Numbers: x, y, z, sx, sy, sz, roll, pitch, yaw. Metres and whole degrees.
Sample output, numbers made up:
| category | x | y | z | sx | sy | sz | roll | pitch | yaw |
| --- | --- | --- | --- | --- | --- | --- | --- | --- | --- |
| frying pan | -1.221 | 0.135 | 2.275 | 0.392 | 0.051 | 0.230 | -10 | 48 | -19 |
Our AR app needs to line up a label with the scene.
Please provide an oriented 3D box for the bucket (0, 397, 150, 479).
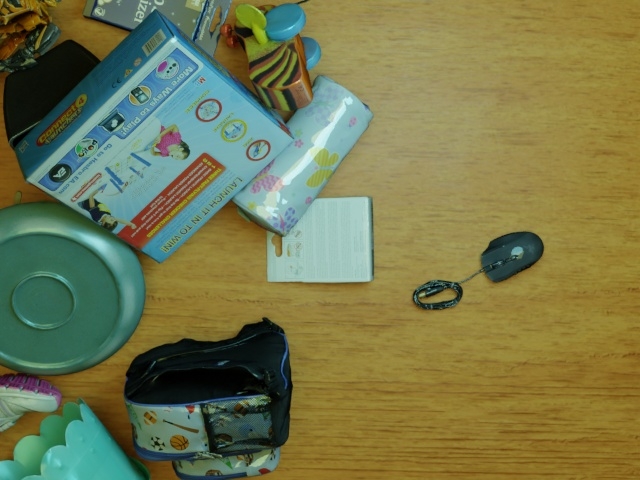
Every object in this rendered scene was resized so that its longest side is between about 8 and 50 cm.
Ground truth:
| category | x | y | z | sx | sy | sz | roll | pitch | yaw |
| --- | --- | --- | --- | --- | --- | --- | --- | --- | --- |
| bucket | -0.410 | 0.405 | 1.786 | 0.281 | 0.281 | 0.183 | -42 | 103 | -2 |

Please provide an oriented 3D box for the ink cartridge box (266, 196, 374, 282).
| category | x | y | z | sx | sy | sz | roll | pitch | yaw |
| --- | --- | --- | --- | --- | --- | --- | --- | --- | --- |
| ink cartridge box | 0.000 | 0.000 | 1.922 | 0.179 | 0.045 | 0.145 | -1 | 92 | 15 |

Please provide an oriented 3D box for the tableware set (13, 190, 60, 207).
| category | x | y | z | sx | sy | sz | roll | pitch | yaw |
| --- | --- | --- | --- | --- | --- | --- | --- | --- | --- |
| tableware set | -0.451 | 0.025 | 1.845 | 0.128 | 0.039 | 0.194 | 17 | 120 | -3 |

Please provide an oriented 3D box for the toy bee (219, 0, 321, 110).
| category | x | y | z | sx | sy | sz | roll | pitch | yaw |
| --- | --- | --- | --- | --- | --- | --- | --- | --- | --- |
| toy bee | -0.082 | -0.312 | 1.830 | 0.162 | 0.298 | 0.195 | -11 | 118 | 17 |

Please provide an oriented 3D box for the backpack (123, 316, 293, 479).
| category | x | y | z | sx | sy | sz | roll | pitch | yaw |
| --- | --- | --- | --- | --- | --- | --- | --- | --- | --- |
| backpack | -0.177 | 0.258 | 1.814 | 0.263 | 0.276 | 0.213 | -1 | 104 | 0 |

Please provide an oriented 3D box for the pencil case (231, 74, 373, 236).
| category | x | y | z | sx | sy | sz | roll | pitch | yaw |
| --- | --- | --- | --- | --- | --- | --- | --- | --- | --- |
| pencil case | -0.033 | -0.139 | 1.862 | 0.273 | 0.124 | 0.113 | -55 | 137 | -4 |

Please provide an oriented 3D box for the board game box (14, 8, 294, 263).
| category | x | y | z | sx | sy | sz | roll | pitch | yaw |
| --- | --- | --- | --- | --- | --- | --- | --- | --- | --- |
| board game box | -0.248 | -0.148 | 1.743 | 0.308 | 0.086 | 0.302 | -42 | 138 | 10 |

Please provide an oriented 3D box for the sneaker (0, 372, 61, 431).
| category | x | y | z | sx | sy | sz | roll | pitch | yaw |
| --- | --- | --- | --- | --- | --- | --- | --- | --- | --- |
| sneaker | -0.548 | 0.284 | 1.864 | 0.252 | 0.103 | 0.111 | -4 | 95 | 4 |

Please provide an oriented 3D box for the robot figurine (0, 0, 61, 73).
| category | x | y | z | sx | sy | sz | roll | pitch | yaw |
| --- | --- | --- | --- | --- | --- | --- | --- | --- | --- |
| robot figurine | -0.550 | -0.331 | 1.813 | 0.291 | 0.085 | 0.211 | -27 | 58 | 6 |

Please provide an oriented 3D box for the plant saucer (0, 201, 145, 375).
| category | x | y | z | sx | sy | sz | roll | pitch | yaw |
| --- | --- | --- | --- | --- | --- | --- | --- | --- | --- |
| plant saucer | -0.442 | 0.091 | 1.826 | 0.318 | 0.043 | 0.317 | -3 | 116 | -6 |

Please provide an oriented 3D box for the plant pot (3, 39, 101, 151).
| category | x | y | z | sx | sy | sz | roll | pitch | yaw |
| --- | --- | --- | --- | --- | --- | --- | --- | --- | --- |
| plant pot | -0.395 | -0.204 | 1.806 | 0.188 | 0.187 | 0.167 | -31 | 55 | -1 |

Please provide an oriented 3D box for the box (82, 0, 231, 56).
| category | x | y | z | sx | sy | sz | roll | pitch | yaw |
| --- | --- | --- | --- | --- | --- | --- | --- | --- | --- |
| box | -0.267 | -0.402 | 1.892 | 0.225 | 0.036 | 0.136 | 18 | 90 | -5 |

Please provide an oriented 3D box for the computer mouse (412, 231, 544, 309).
| category | x | y | z | sx | sy | sz | roll | pitch | yaw |
| --- | --- | --- | --- | --- | --- | --- | --- | --- | --- |
| computer mouse | 0.269 | 0.054 | 1.928 | 0.242 | 0.041 | 0.071 | -28 | 93 | -2 |
